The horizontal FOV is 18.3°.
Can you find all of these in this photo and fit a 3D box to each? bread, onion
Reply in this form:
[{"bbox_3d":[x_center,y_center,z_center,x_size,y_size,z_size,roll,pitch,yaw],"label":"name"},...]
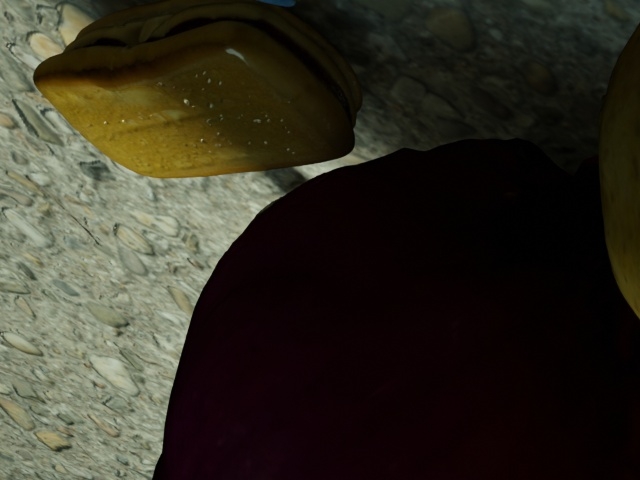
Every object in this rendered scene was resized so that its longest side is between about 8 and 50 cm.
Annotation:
[{"bbox_3d":[-0.067,-0.090,1.140,0.200,0.077,0.116,-4,139,45],"label":"bread"},{"bbox_3d":[0.136,0.078,0.978,0.398,0.398,0.420,29,133,-3],"label":"onion"}]

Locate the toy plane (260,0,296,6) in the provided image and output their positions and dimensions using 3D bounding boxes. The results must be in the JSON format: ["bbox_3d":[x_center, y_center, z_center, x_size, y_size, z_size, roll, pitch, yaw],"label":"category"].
[{"bbox_3d":[-0.115,-0.192,1.003,0.246,0.078,0.169,25,155,-8],"label":"toy plane"}]

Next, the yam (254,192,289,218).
[{"bbox_3d":[0.000,0.000,1.281,0.094,0.043,0.043,43,151,-25],"label":"yam"}]

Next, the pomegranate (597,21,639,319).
[{"bbox_3d":[0.245,-0.027,0.724,0.281,0.281,0.281,23,154,12],"label":"pomegranate"}]
